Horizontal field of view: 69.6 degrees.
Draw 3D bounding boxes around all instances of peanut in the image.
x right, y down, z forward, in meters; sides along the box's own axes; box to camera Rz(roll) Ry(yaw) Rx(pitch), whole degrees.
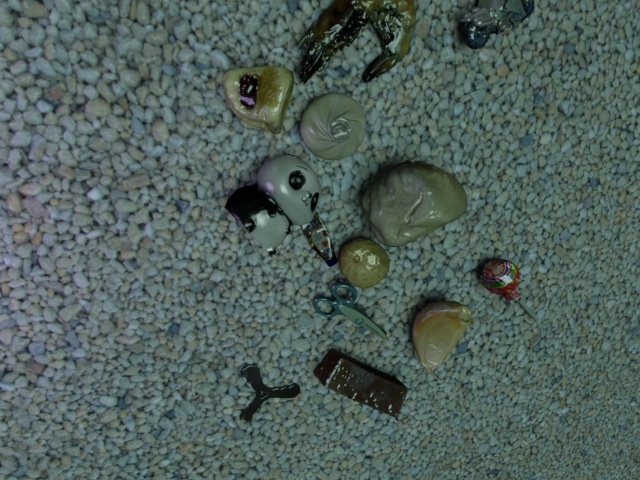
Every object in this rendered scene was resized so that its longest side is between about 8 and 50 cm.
[{"bbox_3d":[0.124,0.065,1.313,0.140,0.109,0.159,-44,119,8],"label":"peanut"}]

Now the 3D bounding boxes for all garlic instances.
[{"bbox_3d":[0.373,0.295,1.450,0.145,0.164,0.245,6,112,-38],"label":"garlic"}]

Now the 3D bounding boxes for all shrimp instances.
[{"bbox_3d":[0.103,-0.495,1.147,0.365,0.071,0.233,-48,121,-5],"label":"shrimp"}]

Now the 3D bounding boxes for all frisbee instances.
[{"bbox_3d":[-0.187,0.476,1.402,0.211,0.012,0.187,37,94,-26],"label":"frisbee"}]

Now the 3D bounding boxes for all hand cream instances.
[{"bbox_3d":[0.000,0.000,1.292,0.062,0.039,0.163,-26,113,8],"label":"hand cream"}]

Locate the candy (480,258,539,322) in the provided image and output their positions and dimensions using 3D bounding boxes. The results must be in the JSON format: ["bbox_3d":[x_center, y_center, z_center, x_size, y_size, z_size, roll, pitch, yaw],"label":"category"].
[{"bbox_3d":[0.657,0.184,1.547,0.365,0.124,0.124,39,92,-32],"label":"candy"}]

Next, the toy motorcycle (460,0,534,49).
[{"bbox_3d":[0.450,-0.638,1.197,0.239,0.108,0.204,-44,123,-26],"label":"toy motorcycle"}]

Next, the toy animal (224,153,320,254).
[{"bbox_3d":[-0.107,-0.102,1.148,0.235,0.165,0.187,-40,138,-2],"label":"toy animal"}]

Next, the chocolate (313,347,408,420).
[{"bbox_3d":[0.140,0.453,1.462,0.321,0.112,0.112,32,86,-24],"label":"chocolate"}]

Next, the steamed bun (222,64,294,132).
[{"bbox_3d":[-0.149,-0.340,1.072,0.155,0.172,0.141,16,92,-5],"label":"steamed bun"}]

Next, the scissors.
[{"bbox_3d":[0.110,0.227,1.400,0.138,0.041,0.289,-42,121,17],"label":"scissors"}]

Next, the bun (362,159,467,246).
[{"bbox_3d":[0.245,-0.110,1.239,0.281,0.281,0.205,-28,89,-8],"label":"bun"}]

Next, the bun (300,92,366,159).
[{"bbox_3d":[0.038,-0.284,1.164,0.172,0.120,0.173,-6,112,-16],"label":"bun"}]
